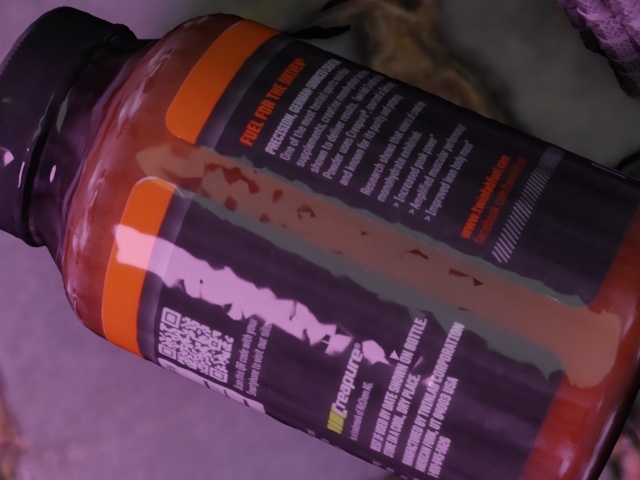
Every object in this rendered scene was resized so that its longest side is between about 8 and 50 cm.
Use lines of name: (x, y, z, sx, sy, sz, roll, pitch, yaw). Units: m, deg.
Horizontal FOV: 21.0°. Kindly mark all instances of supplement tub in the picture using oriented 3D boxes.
supplement tub: (0.000, 0.000, 0.497, 0.198, 0.106, 0.106, 24, 86, 10)

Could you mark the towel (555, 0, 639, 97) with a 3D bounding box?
towel: (0.127, -0.161, 0.425, 0.121, 0.284, 0.235, 26, 82, 36)
